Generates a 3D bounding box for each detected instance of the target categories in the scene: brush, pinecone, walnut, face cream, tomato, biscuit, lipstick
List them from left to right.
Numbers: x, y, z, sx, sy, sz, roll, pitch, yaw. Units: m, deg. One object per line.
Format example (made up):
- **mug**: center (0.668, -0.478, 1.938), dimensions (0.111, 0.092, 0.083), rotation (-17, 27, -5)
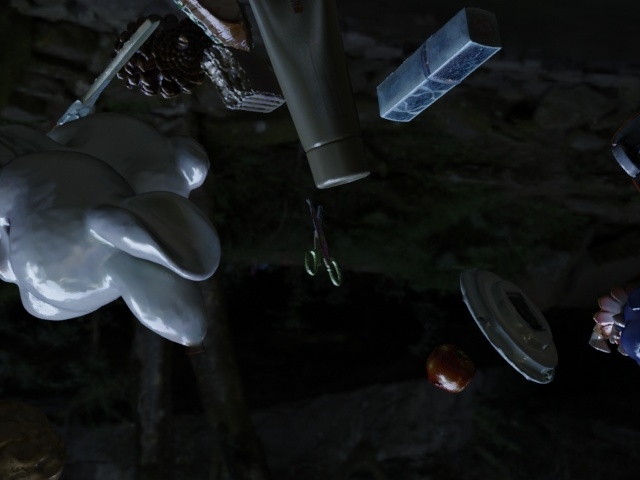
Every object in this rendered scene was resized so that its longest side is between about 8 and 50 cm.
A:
- **walnut**: center (-0.539, 0.357, 1.421), dimensions (0.245, 0.198, 0.198), rotation (-22, -166, -16)
- **brush**: center (-0.408, -0.297, 1.652), dimensions (0.020, 0.336, 0.085), rotation (46, -157, -2)
- **pinecone**: center (-0.341, -0.389, 1.845), dimensions (0.212, 0.169, 0.185), rotation (19, -153, 37)
- **biscuit**: center (-0.134, -0.288, 1.578), dimensions (0.061, 0.108, 0.239), rotation (-32, 178, 15)
- **face cream**: center (-0.012, -0.248, 1.272), dimensions (0.137, 0.341, 0.084), rotation (-15, 179, 1)
- **lipstick**: center (0.200, -0.302, 1.552), dimensions (0.077, 0.076, 0.289), rotation (3, 161, -28)
- **tomato**: center (0.222, 0.223, 1.517), dimensions (0.087, 0.075, 0.087), rotation (32, -166, -9)

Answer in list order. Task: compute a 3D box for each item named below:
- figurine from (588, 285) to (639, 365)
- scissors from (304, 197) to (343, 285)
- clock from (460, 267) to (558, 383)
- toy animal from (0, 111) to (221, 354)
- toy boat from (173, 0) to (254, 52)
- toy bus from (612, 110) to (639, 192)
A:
- **figurine**: center (0.399, 0.104, 1.094), dimensions (0.111, 0.102, 0.195), rotation (7, -176, -7)
- **scissors**: center (0.000, 0.000, 1.882), dimensions (0.020, 0.187, 0.133), rotation (-22, 153, 28)
- **clock**: center (0.330, 0.131, 1.488), dimensions (0.053, 0.236, 0.236), rotation (-40, 164, 23)
- **toy animal**: center (-0.219, -0.019, 0.876), dimensions (0.247, 0.183, 0.310), rotation (4, -162, -5)
- **toy boat**: center (-0.204, -0.452, 1.718), dimensions (0.293, 0.108, 0.099), rotation (47, 166, -34)
- **toy bus**: center (0.540, -0.051, 1.213), dimensions (0.153, 0.329, 0.143), rotation (22, 129, -41)
